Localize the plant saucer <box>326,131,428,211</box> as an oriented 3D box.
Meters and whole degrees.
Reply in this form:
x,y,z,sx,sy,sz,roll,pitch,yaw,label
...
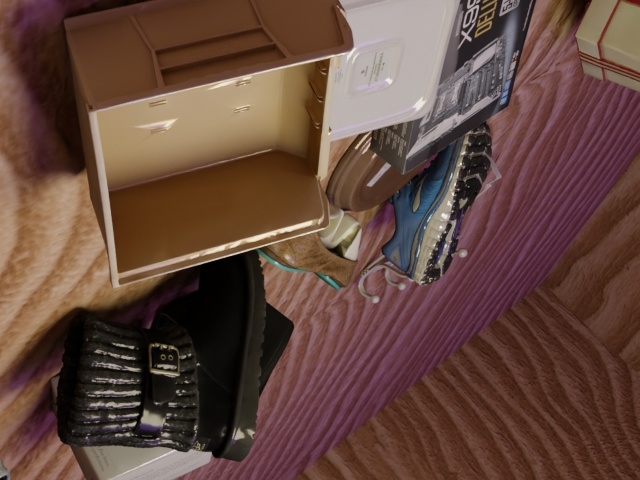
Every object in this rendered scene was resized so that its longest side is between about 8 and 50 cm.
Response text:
x,y,z,sx,sy,sz,roll,pitch,yaw,label
0.123,-0.145,1.782,0.278,0.041,0.278,-39,162,-15,plant saucer

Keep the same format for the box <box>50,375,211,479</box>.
x,y,z,sx,sy,sz,roll,pitch,yaw,label
-0.270,0.260,1.547,0.182,0.181,0.119,-21,153,-24,box

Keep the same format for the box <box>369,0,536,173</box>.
x,y,z,sx,sy,sz,roll,pitch,yaw,label
0.191,-0.271,1.505,0.242,0.076,0.307,-34,149,-31,box

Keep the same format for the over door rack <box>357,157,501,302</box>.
x,y,z,sx,sy,sz,roll,pitch,yaw,label
0.240,-0.010,2.232,0.239,0.108,0.324,-21,151,-53,over door rack

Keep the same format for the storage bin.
x,y,z,sx,sy,sz,roll,pitch,yaw,label
-0.103,-0.106,1.056,0.260,0.123,0.262,-15,146,-16,storage bin

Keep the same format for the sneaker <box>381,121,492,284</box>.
x,y,z,sx,sy,sz,roll,pitch,yaw,label
0.196,-0.093,1.930,0.130,0.147,0.330,6,109,-61,sneaker

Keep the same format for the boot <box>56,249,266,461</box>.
x,y,z,sx,sy,sz,roll,pitch,yaw,label
-0.215,0.129,1.473,0.260,0.348,0.131,13,144,-18,boot

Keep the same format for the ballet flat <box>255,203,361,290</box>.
x,y,z,sx,sy,sz,roll,pitch,yaw,label
0.000,0.000,1.743,0.124,0.116,0.342,-52,157,4,ballet flat

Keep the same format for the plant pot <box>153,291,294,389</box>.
x,y,z,sx,sy,sz,roll,pitch,yaw,label
-0.150,0.177,1.696,0.167,0.187,0.188,-44,166,-44,plant pot

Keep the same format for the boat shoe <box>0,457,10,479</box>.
x,y,z,sx,sy,sz,roll,pitch,yaw,label
-0.486,0.369,1.524,0.079,0.081,0.227,-29,157,-39,boat shoe

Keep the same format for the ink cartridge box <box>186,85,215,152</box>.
x,y,z,sx,sy,sz,roll,pitch,yaw,label
-0.096,-0.165,1.168,0.115,0.067,0.198,-13,147,-35,ink cartridge box

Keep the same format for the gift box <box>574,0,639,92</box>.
x,y,z,sx,sy,sz,roll,pitch,yaw,label
0.600,-0.408,1.906,0.276,0.258,0.255,-63,161,-5,gift box

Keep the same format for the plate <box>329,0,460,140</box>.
x,y,z,sx,sy,sz,roll,pitch,yaw,label
0.054,-0.217,1.293,0.278,0.045,0.277,-18,144,-24,plate
